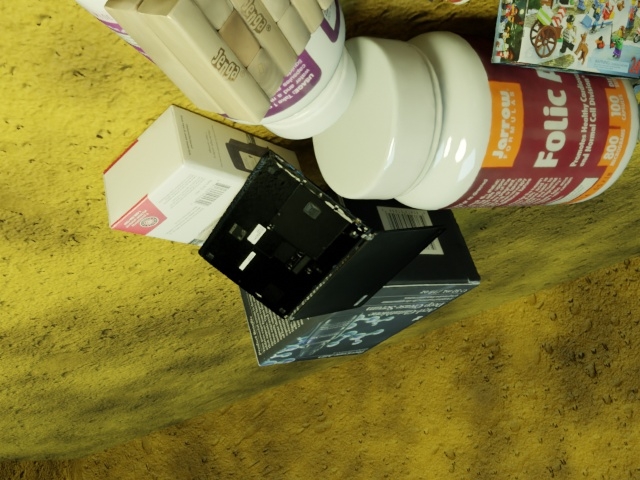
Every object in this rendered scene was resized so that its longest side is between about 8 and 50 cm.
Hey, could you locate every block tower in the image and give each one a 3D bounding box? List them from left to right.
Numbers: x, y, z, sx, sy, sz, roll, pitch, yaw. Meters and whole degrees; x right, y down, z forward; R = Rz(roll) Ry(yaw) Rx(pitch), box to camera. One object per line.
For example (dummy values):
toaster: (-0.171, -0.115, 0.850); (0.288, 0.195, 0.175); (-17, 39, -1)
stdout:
block tower: (-0.007, -0.243, 0.385); (0.091, 0.335, 0.097); (21, 164, 35)

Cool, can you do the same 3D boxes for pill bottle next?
pill bottle: (-0.078, -0.209, 0.556); (0.169, 0.169, 0.301); (-25, 155, 17)
pill bottle: (0.203, -0.153, 0.805); (0.392, 0.224, 0.224); (-4, 153, -29)

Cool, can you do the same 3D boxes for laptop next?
laptop: (0.000, 0.000, 0.885); (0.234, 0.264, 0.136); (-49, -174, 39)

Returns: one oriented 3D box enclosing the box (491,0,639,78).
box: (0.306, -0.276, 0.702); (0.233, 0.159, 0.044); (-4, -164, -29)

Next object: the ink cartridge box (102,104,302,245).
ink cartridge box: (-0.159, -0.075, 0.882); (0.172, 0.100, 0.237); (-33, 151, 32)

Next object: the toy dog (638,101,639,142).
toy dog: (0.486, -0.223, 0.845); (0.161, 0.220, 0.333); (5, 135, 19)

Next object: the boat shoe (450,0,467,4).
boat shoe: (0.170, -0.291, 0.608); (0.043, 0.049, 0.137); (8, 151, -41)

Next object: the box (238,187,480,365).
box: (0.061, 0.082, 1.244); (0.294, 0.212, 0.395); (1, 151, -37)

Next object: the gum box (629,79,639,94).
gum box: (0.447, -0.252, 0.983); (0.157, 0.041, 0.184); (-14, 157, -10)
